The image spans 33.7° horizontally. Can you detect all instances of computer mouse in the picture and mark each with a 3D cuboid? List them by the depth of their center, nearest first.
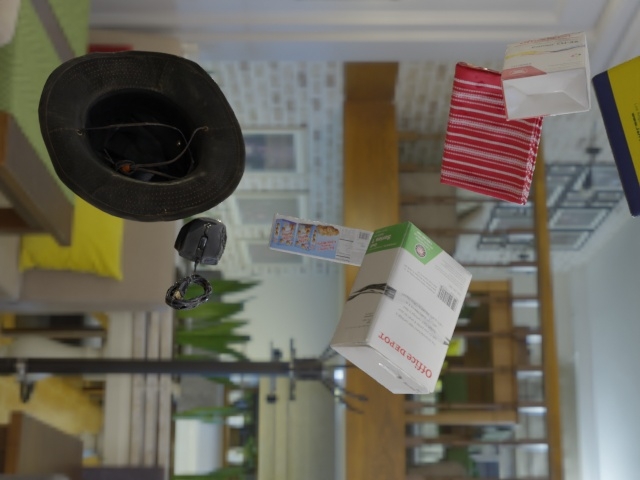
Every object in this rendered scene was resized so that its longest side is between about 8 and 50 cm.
[{"bbox_3d":[-0.170,0.023,1.448,0.242,0.071,0.041,-86,-167,-63],"label":"computer mouse"}]

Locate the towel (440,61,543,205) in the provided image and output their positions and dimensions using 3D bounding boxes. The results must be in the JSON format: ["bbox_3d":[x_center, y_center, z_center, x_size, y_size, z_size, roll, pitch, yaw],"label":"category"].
[{"bbox_3d":[0.348,-0.217,2.152,0.031,0.199,0.274,-37,139,-52],"label":"towel"}]

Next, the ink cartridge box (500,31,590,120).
[{"bbox_3d":[0.323,-0.242,1.504,0.198,0.115,0.067,-66,146,-60],"label":"ink cartridge box"}]

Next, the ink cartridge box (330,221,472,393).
[{"bbox_3d":[0.127,0.108,1.638,0.093,0.160,0.219,-12,-133,49],"label":"ink cartridge box"}]

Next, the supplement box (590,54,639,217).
[{"bbox_3d":[0.548,-0.173,1.274,0.357,0.194,0.195,-21,-100,45],"label":"supplement box"}]

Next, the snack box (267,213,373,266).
[{"bbox_3d":[0.000,0.000,1.867,0.022,0.178,0.064,-178,-81,-87],"label":"snack box"}]

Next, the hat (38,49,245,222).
[{"bbox_3d":[-0.273,-0.134,1.606,0.134,0.331,0.331,114,-20,-53],"label":"hat"}]
